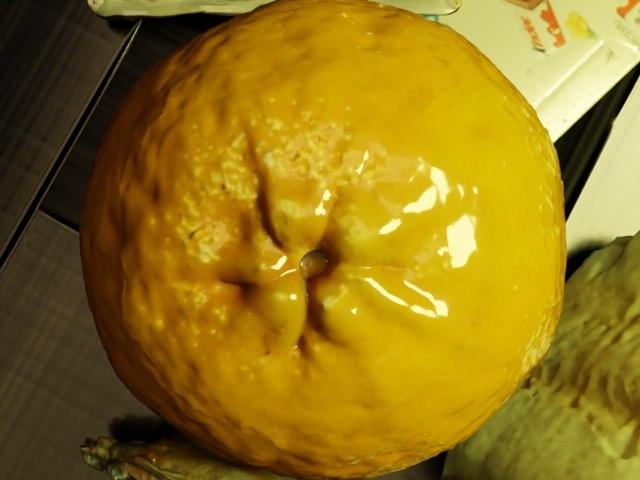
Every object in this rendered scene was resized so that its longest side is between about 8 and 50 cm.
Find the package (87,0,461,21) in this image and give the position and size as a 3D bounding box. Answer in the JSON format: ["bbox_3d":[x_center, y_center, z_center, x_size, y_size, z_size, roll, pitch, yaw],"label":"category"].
[{"bbox_3d":[-0.042,-0.299,0.736,0.311,0.165,0.221,3,76,7],"label":"package"}]

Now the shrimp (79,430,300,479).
[{"bbox_3d":[-0.052,0.193,0.747,0.254,0.145,0.059,15,81,23],"label":"shrimp"}]

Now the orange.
[{"bbox_3d":[0.000,0.000,0.672,0.340,0.293,0.341,1,94,9],"label":"orange"}]

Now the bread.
[{"bbox_3d":[0.289,0.146,0.674,0.210,0.341,0.300,39,78,-23],"label":"bread"}]

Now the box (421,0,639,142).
[{"bbox_3d":[0.131,-0.205,0.830,0.265,0.048,0.273,-44,89,-5],"label":"box"}]
